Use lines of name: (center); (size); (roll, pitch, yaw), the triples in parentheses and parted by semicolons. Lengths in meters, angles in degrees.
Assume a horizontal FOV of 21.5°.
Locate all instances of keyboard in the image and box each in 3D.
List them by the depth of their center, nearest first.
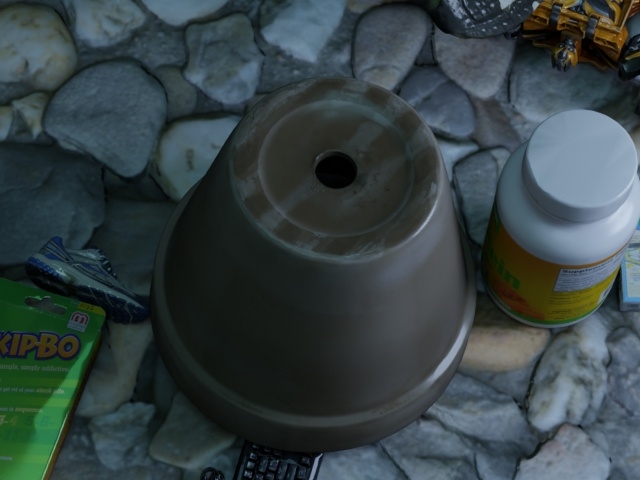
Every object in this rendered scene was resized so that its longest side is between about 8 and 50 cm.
keyboard: (-0.069, 0.257, 1.599); (0.108, 0.023, 0.180); (14, 65, 6)

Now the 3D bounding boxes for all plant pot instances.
plant pot: (0.000, 0.000, 1.565); (0.323, 0.280, 0.323); (2, 62, -3)

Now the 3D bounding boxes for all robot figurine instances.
robot figurine: (0.314, -0.310, 1.831); (0.211, 0.085, 0.291); (21, 66, 15)

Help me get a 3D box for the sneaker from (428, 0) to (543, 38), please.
sneaker: (0.142, -0.343, 1.797); (0.182, 0.158, 0.410); (-17, 38, 30)

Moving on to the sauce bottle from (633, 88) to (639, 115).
sauce bottle: (0.496, -0.109, 1.728); (0.344, 0.111, 0.111); (22, 67, 9)

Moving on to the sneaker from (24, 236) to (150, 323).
sneaker: (-0.225, 0.034, 1.686); (0.135, 0.052, 0.058); (25, 60, 9)

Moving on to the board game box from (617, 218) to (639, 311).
board game box: (0.379, 0.022, 1.711); (0.154, 0.026, 0.103); (1, 65, 0)

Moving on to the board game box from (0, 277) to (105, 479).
board game box: (-0.305, 0.168, 1.630); (0.124, 0.039, 0.259); (17, 69, 5)

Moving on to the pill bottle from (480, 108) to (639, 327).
pill bottle: (0.231, -0.022, 1.608); (0.136, 0.246, 0.136); (0, 65, -1)
